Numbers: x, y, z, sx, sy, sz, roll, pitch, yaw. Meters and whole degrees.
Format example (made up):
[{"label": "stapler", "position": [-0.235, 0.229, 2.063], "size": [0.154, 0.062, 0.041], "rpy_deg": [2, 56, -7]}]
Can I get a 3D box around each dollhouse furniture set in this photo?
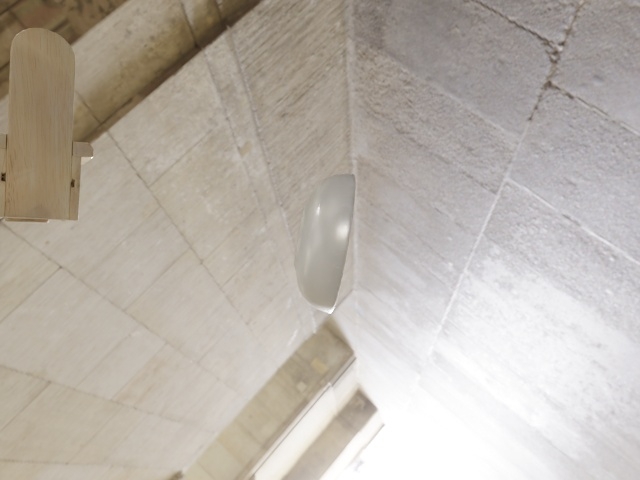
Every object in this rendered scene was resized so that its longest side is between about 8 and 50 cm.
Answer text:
[{"label": "dollhouse furniture set", "position": [-0.402, -0.105, 0.516], "size": [0.303, 0.173, 0.355], "rpy_deg": [3, 179, -32]}]

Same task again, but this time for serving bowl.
[{"label": "serving bowl", "position": [0.000, 0.000, 0.330], "size": [0.027, 0.083, 0.083], "rpy_deg": [9, 163, -2]}]
